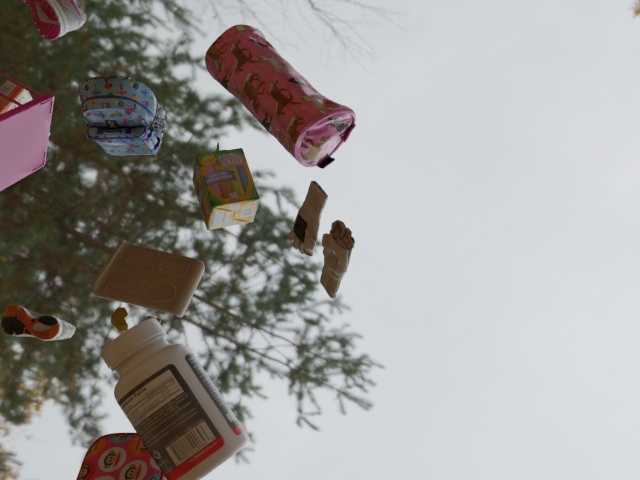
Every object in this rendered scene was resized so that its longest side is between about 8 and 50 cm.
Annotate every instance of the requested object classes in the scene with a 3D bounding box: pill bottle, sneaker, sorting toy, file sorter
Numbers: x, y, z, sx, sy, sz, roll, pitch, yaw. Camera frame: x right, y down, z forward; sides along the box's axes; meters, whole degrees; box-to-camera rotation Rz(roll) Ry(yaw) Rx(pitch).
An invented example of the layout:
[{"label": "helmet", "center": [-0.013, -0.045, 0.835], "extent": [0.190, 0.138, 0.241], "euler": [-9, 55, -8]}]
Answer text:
[{"label": "pill bottle", "center": [-0.298, 0.320, 1.413], "extent": [0.176, 0.176, 0.318], "euler": [-39, -99, 23]}, {"label": "sneaker", "center": [-0.914, 0.278, 2.293], "extent": [0.263, 0.121, 0.099], "euler": [12, -100, 25]}, {"label": "sorting toy", "center": [-0.433, 0.124, 1.730], "extent": [0.307, 0.229, 0.041], "euler": [-75, -179, -54]}, {"label": "file sorter", "center": [-0.775, -0.232, 1.580], "extent": [0.290, 0.182, 0.202], "euler": [-53, 170, -54]}, {"label": "sneaker", "center": [-0.647, -0.591, 1.676], "extent": [0.103, 0.111, 0.252], "euler": [-28, -91, 38]}]

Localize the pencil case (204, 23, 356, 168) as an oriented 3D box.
[{"label": "pencil case", "center": [-0.093, -0.323, 1.544], "extent": [0.160, 0.167, 0.386], "euler": [-42, -119, -4]}]

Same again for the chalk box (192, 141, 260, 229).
[{"label": "chalk box", "center": [-0.261, -0.157, 1.881], "extent": [0.132, 0.132, 0.212], "euler": [115, -42, -59]}]

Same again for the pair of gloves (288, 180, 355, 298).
[{"label": "pair of gloves", "center": [0.000, 0.000, 1.726], "extent": [0.240, 0.042, 0.204], "euler": [58, -37, 33]}]

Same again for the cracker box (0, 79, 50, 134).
[{"label": "cracker box", "center": [-0.901, -0.339, 2.075], "extent": [0.067, 0.232, 0.155], "euler": [27, -116, 13]}]

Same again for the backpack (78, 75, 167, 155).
[{"label": "backpack", "center": [-0.405, -0.256, 1.425], "extent": [0.158, 0.173, 0.116], "euler": [1, -106, 3]}]

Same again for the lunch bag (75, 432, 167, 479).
[{"label": "lunch bag", "center": [-0.410, 0.559, 1.537], "extent": [0.258, 0.120, 0.293], "euler": [-7, -139, 16]}]
